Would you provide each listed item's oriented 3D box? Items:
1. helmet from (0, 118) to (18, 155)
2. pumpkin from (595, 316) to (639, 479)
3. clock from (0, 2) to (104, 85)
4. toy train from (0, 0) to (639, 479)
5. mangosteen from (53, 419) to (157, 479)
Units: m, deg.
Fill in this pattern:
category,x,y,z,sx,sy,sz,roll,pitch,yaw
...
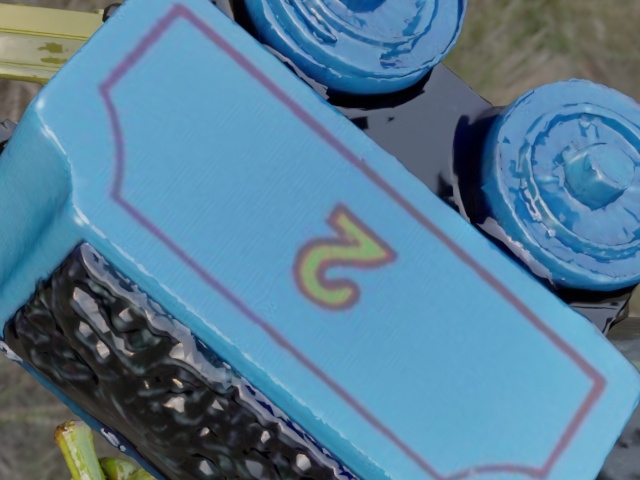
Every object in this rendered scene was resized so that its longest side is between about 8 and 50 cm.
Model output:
category,x,y,z,sx,sy,sz,roll,pitch,yaw
helmet,-0.341,-0.077,1.533,0.224,0.130,0.198,39,5,-28
pumpkin,0.179,0.207,1.120,0.241,0.323,0.323,4,45,6
clock,-0.200,-0.139,1.277,0.237,0.237,0.057,0,98,-45
toy train,0.000,0.000,0.844,0.300,0.188,0.265,40,58,-4
mangosteen,-0.142,0.227,1.345,0.156,0.146,0.181,-27,116,-24
